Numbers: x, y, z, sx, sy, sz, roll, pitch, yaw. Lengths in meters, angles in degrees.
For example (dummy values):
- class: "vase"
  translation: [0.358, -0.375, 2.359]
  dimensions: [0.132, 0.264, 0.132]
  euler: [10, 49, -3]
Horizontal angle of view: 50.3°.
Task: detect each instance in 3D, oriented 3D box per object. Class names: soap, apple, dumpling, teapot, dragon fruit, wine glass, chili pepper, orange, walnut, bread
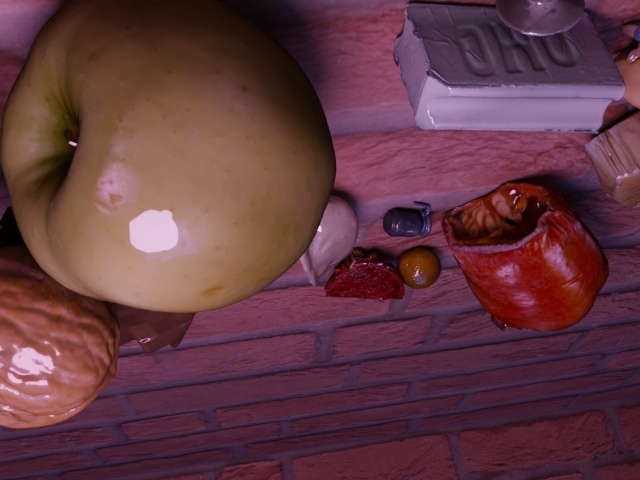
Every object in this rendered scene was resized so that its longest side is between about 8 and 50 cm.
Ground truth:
- class: "soap"
  translation: [0.226, -0.215, 0.845]
  dimensions: [0.261, 0.150, 0.094]
  euler: [-2, 144, -15]
- class: "apple"
  translation: [-0.151, -0.091, 0.743]
  dimensions: [0.356, 0.358, 0.357]
  euler: [-8, 150, -5]
- class: "dumpling"
  translation: [-0.004, 0.000, 1.134]
  dimensions: [0.181, 0.155, 0.111]
  euler: [7, 176, -42]
- class: "teapot"
  translation: [0.157, -0.038, 1.232]
  dimensions: [0.083, 0.064, 0.049]
  euler: [1, 180, -25]
- class: "dragon fruit"
  translation: [0.091, 0.056, 1.339]
  dimensions: [0.162, 0.083, 0.106]
  euler: [6, 135, -3]
- class: "wine glass"
  translation: [0.240, -0.332, 0.696]
  dimensions: [0.103, 0.103, 0.231]
  euler: [-11, 147, 1]
- class: "chili pepper"
  translation: [0.368, 0.012, 1.252]
  dimensions: [0.251, 0.229, 0.305]
  euler: [15, 157, 44]
- class: "orange"
  translation: [0.198, 0.056, 1.361]
  dimensions: [0.085, 0.085, 0.095]
  euler: [-32, 153, 33]
- class: "walnut"
  translation: [-0.329, 0.109, 0.772]
  dimensions: [0.213, 0.213, 0.213]
  euler: [-8, 150, -5]
- class: "bread"
  translation: [0.553, -0.147, 1.102]
  dimensions: [0.209, 0.110, 0.192]
  euler: [-28, 152, 28]

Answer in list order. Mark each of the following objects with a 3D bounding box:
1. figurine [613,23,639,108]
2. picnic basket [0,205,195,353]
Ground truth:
- class: "figurine"
  translation: [0.455, -0.261, 0.907]
  dimensions: [0.114, 0.108, 0.196]
  euler: [-22, 131, 1]
- class: "picnic basket"
  translation: [-0.326, 0.044, 1.004]
  dimensions: [0.291, 0.254, 0.321]
  euler: [20, 132, -31]
